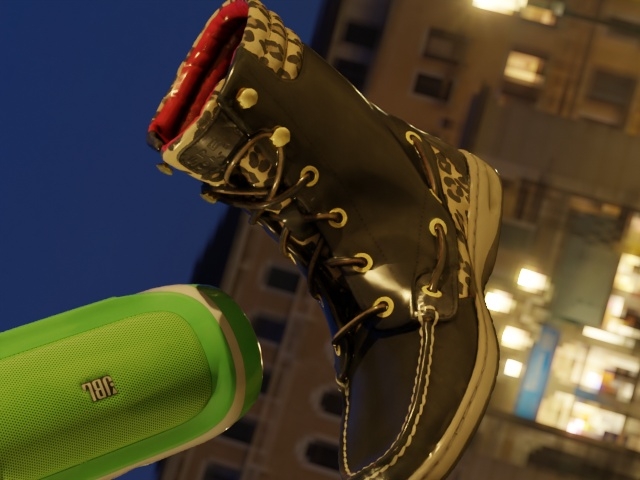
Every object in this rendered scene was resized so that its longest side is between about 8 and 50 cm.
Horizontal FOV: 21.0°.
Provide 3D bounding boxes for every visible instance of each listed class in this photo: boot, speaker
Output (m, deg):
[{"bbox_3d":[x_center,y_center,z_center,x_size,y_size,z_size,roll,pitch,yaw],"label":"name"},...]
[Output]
[{"bbox_3d":[0.000,0.000,1.296,0.138,0.284,0.377,-34,28,38],"label":"boot"},{"bbox_3d":[-0.189,0.122,1.272,0.296,0.131,0.131,-18,-49,-38],"label":"speaker"}]
